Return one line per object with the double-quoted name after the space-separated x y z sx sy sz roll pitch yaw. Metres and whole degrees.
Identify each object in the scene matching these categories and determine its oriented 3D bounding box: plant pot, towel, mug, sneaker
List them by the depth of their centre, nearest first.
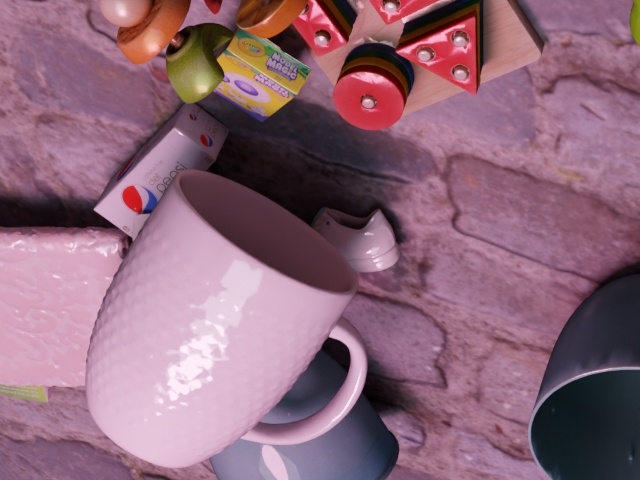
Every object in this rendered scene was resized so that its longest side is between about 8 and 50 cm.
-0.112 0.139 1.813 0.374 0.276 0.328 27 106 -21 "mug"
0.432 0.183 1.815 0.293 0.235 0.293 9 134 10 "plant pot"
0.000 0.000 1.912 0.212 0.080 0.094 -11 116 18 "sneaker"
-0.061 0.260 2.048 0.272 0.271 0.255 -19 108 31 "plant pot"
-0.416 0.100 2.076 0.332 0.053 0.317 0 132 12 "towel"

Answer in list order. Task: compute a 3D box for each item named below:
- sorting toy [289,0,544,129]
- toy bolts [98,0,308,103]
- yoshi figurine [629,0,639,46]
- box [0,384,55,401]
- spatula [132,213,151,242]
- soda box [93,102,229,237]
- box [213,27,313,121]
0.086 -0.252 1.631 0.257 0.089 0.255 -21 122 32 "sorting toy"
-0.133 -0.309 1.556 0.218 0.228 0.158 -31 126 31 "toy bolts"
0.386 -0.330 1.395 0.203 0.203 0.362 -2 134 11 "yoshi figurine"
-0.561 0.120 2.208 0.232 0.058 0.322 7 132 12 "box"
-0.183 0.038 1.989 0.168 0.019 0.242 -2 144 -6 "spatula"
-0.218 -0.095 1.888 0.074 0.069 0.216 37 131 -16 "soda box"
-0.080 -0.206 1.703 0.105 0.043 0.179 32 162 -11 "box"
